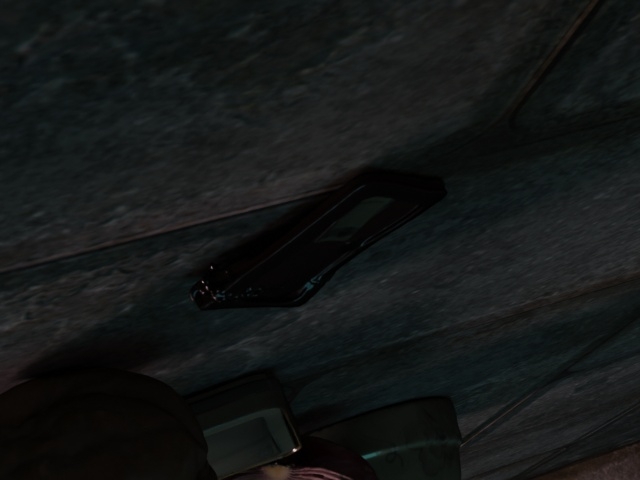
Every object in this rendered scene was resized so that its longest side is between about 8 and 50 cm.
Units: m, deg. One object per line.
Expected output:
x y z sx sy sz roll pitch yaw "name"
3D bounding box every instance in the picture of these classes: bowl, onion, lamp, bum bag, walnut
0.050 0.328 1.736 0.307 0.163 0.307 -16 163 -5 "bowl"
-0.027 0.348 1.556 0.227 0.283 0.120 6 -158 13 "onion"
-0.153 0.213 1.313 0.269 0.047 0.266 -20 164 -3 "lamp"
0.000 0.000 0.875 0.159 0.026 0.109 -36 158 29 "bum bag"
-0.182 0.197 0.985 0.224 0.224 0.224 -19 163 -6 "walnut"
